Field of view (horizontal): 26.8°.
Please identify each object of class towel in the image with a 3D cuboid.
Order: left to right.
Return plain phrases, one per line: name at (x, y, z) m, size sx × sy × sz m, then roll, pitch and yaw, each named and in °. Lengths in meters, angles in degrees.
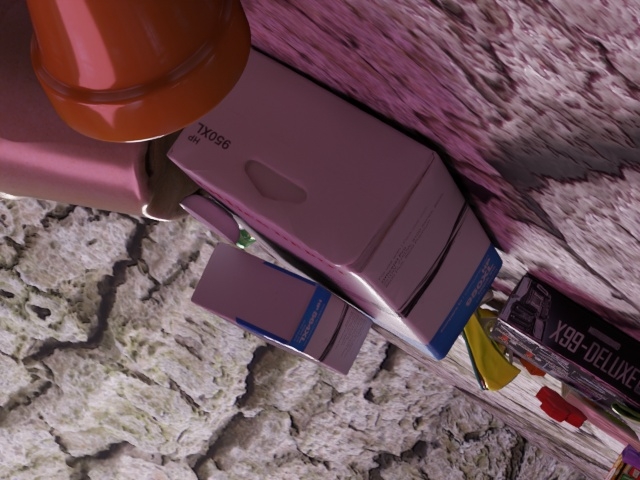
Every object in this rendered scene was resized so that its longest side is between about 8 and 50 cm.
towel at (0.448, 0.265, 1.769) m, size 0.113 × 0.023 × 0.152 m, roll 26°, pitch 171°, yaw 38°

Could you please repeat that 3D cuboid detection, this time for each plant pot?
plant pot at (-0.282, -0.171, 1.699) m, size 0.305 × 0.334 × 0.334 m, roll 17°, pitch 167°, yaw 25°
plant pot at (-0.184, -0.226, 1.218) m, size 0.205 × 0.205 × 0.188 m, roll 30°, pitch 157°, yaw 30°

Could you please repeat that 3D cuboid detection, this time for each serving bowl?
serving bowl at (-0.126, -0.029, 1.590) m, size 0.083 × 0.027 × 0.083 m, roll 37°, pitch 174°, yaw 5°

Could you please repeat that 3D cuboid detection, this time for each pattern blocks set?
pattern blocks set at (0.430, 0.254, 2.036) m, size 0.285 × 0.026 × 0.325 m, roll 31°, pitch -166°, yaw -5°

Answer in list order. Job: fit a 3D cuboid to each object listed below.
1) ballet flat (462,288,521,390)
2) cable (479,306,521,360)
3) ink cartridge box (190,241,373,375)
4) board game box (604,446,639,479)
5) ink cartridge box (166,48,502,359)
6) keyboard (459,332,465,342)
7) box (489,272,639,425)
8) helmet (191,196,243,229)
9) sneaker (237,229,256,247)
ballet flat at (0.241, 0.117, 2.062) m, size 0.231 × 0.077 × 0.077 m, roll 67°, pitch -165°, yaw 11°
cable at (0.272, 0.119, 2.234) m, size 0.139 × 0.072 × 0.287 m, roll 21°, pitch -167°, yaw -30°
ink cartridge box at (-0.043, 0.087, 1.652) m, size 0.148 × 0.086 × 0.203 m, roll 22°, pitch 172°, yaw 26°
board game box at (0.547, 0.392, 2.176) m, size 0.146 × 0.193 × 0.045 m, roll 33°, pitch 174°, yaw 6°
ink cartridge box at (0.033, -0.033, 1.624) m, size 0.285 × 0.166 × 0.395 m, roll 31°, pitch 174°, yaw 25°
keyboard at (0.169, 0.082, 2.221) m, size 0.256 × 0.014 × 0.072 m, roll 50°, pitch 174°, yaw -9°
box at (0.385, 0.173, 1.853) m, size 0.307 × 0.077 × 0.242 m, roll 32°, pitch 174°, yaw 10°
helmet at (-0.117, -0.093, 1.827) m, size 0.169 × 0.162 × 0.169 m, roll 29°, pitch -169°, yaw -6°
sneaker at (-0.136, -0.094, 2.025) m, size 0.109 × 0.123 × 0.295 m, roll 48°, pitch -172°, yaw -35°
